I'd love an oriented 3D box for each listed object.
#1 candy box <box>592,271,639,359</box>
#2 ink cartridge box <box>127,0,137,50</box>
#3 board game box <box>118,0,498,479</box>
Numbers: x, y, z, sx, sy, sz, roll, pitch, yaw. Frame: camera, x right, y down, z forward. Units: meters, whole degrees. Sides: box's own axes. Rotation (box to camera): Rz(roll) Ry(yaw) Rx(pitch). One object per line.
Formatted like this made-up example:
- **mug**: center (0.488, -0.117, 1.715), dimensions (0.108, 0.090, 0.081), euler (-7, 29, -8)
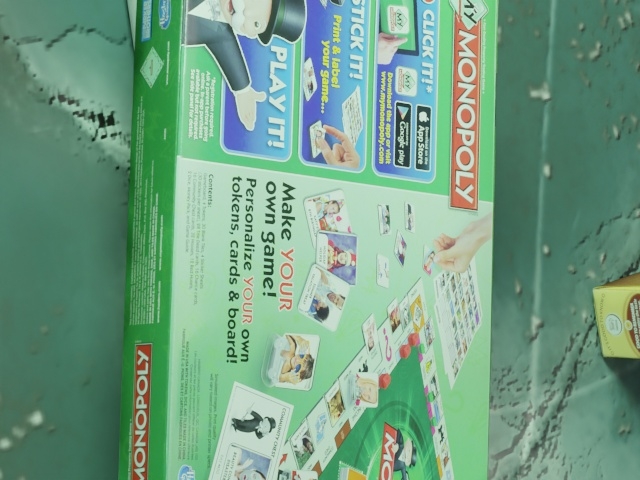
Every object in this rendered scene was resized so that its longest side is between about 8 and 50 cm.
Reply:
- **candy box**: center (0.279, 0.042, 1.166), dimensions (0.109, 0.186, 0.053), euler (-16, 99, -39)
- **ink cartridge box**: center (-0.020, -0.130, 1.026), dimensions (0.176, 0.069, 0.371), euler (-9, 89, -38)
- **board game box**: center (0.000, 0.000, 0.959), dimensions (0.213, 0.046, 0.317), euler (7, 81, -38)
